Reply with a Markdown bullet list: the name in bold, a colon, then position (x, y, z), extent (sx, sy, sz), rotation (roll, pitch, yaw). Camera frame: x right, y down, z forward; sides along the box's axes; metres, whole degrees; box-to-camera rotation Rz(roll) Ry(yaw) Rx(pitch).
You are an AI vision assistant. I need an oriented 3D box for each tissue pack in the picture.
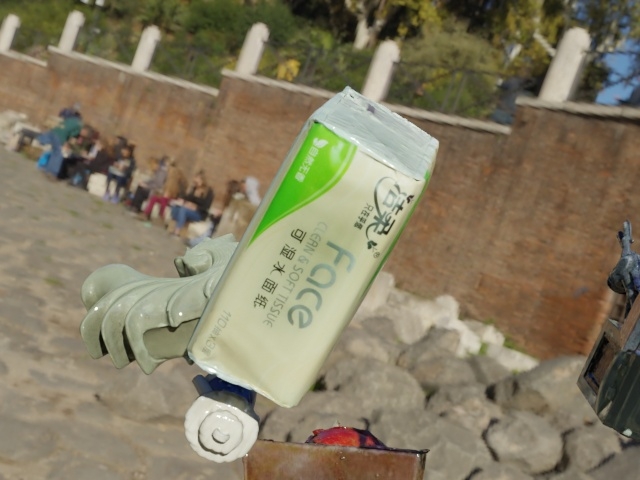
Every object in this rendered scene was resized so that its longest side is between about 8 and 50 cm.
- **tissue pack**: position (0.000, 0.000, 1.369), extent (0.205, 0.405, 0.332), rotation (30, 20, -1)

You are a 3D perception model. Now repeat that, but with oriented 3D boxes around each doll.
- **doll**: position (-0.160, 0.283, 1.507), extent (0.138, 0.119, 0.293), rotation (41, 3, -8)

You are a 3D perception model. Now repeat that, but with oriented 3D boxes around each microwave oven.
- **microwave oven**: position (0.463, 0.209, 1.262), extent (0.162, 0.123, 0.208), rotation (24, 9, 3)

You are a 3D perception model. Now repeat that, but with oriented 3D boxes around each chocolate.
- **chocolate**: position (0.028, 0.398, 1.523), extent (0.321, 0.112, 0.112), rotation (0, -12, 16)

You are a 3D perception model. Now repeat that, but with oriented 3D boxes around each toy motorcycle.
- **toy motorcycle**: position (0.431, 0.076, 1.019), extent (0.212, 0.125, 0.358), rotation (26, 15, 11)

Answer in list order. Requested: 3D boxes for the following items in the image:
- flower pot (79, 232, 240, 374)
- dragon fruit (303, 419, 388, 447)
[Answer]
- **flower pot**: position (-0.290, 0.129, 1.762), extent (0.367, 0.165, 0.254), rotation (-13, 37, 3)
- **dragon fruit**: position (0.057, 0.587, 2.091), extent (0.301, 0.295, 0.295), rotation (43, 4, 0)
